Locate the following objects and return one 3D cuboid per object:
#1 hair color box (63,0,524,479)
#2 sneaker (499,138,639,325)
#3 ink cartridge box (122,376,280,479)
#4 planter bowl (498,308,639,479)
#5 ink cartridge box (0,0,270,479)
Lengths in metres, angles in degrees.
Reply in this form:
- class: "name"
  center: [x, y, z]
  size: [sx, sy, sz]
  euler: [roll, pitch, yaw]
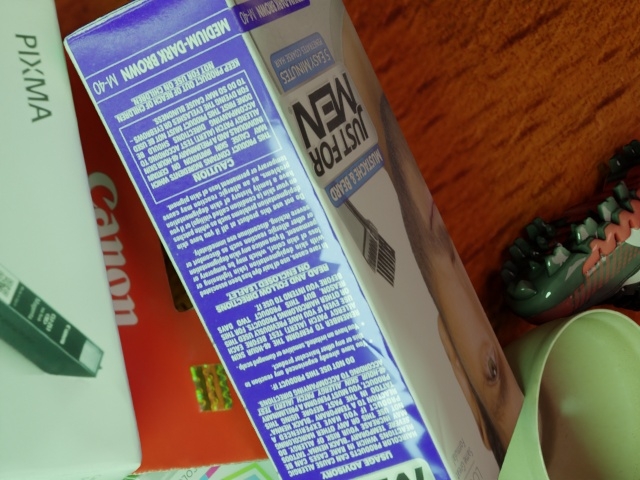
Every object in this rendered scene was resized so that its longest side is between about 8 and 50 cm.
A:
- class: "hair color box"
  center: [0.000, 0.000, 0.770]
  size: [0.339, 0.110, 0.185]
  euler: [66, 22, -10]
- class: "sneaker"
  center: [0.251, 0.012, 1.037]
  size: [0.276, 0.098, 0.135]
  euler: [-34, 102, -41]
- class: "ink cartridge box"
  center: [-0.038, 0.188, 0.781]
  size: [0.109, 0.062, 0.209]
  euler: [-44, 111, -38]
- class: "planter bowl"
  center: [0.170, 0.136, 0.938]
  size: [0.162, 0.109, 0.162]
  euler: [9, 76, -38]
- class: "ink cartridge box"
  center: [-0.137, -0.004, 0.689]
  size: [0.239, 0.060, 0.275]
  euler: [-1, 68, -37]
